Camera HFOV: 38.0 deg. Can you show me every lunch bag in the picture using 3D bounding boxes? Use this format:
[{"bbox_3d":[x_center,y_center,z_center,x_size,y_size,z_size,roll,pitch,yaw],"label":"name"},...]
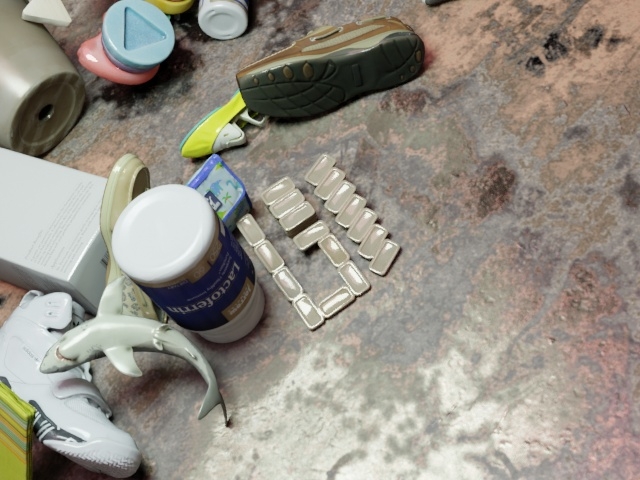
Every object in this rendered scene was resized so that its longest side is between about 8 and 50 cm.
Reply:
[{"bbox_3d":[-0.186,-0.055,1.497,0.096,0.151,0.129,29,72,23],"label":"lunch bag"}]

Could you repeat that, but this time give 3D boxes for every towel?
[{"bbox_3d":[-0.448,0.317,1.345,0.102,0.237,0.021,30,33,33],"label":"towel"}]

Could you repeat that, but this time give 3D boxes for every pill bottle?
[{"bbox_3d":[-0.183,-0.478,1.784,0.094,0.094,0.169,-8,59,13],"label":"pill bottle"},{"bbox_3d":[-0.183,0.045,1.372,0.153,0.265,0.153,-8,60,14],"label":"pill bottle"}]

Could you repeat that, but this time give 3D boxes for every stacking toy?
[{"bbox_3d":[-0.365,-0.463,1.688,0.279,0.130,0.309,25,63,-18],"label":"stacking toy"}]

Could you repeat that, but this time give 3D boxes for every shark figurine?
[{"bbox_3d":[-0.248,0.164,1.371,0.278,0.116,0.166,18,69,-1],"label":"shark figurine"}]

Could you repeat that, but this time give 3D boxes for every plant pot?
[{"bbox_3d":[-0.600,-0.308,1.723,0.280,0.323,0.323,35,75,14],"label":"plant pot"}]

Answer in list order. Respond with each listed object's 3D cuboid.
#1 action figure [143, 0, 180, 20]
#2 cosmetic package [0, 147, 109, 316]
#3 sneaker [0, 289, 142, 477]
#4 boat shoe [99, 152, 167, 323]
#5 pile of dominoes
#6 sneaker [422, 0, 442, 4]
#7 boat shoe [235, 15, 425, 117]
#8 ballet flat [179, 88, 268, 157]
[{"bbox_3d":[-0.322,-0.467,1.842,0.137,0.063,0.232,13,69,26],"label":"action figure"},{"bbox_3d":[-0.481,-0.024,1.577,0.365,0.155,0.197,17,66,27],"label":"cosmetic package"},{"bbox_3d":[-0.385,0.206,1.418,0.366,0.137,0.210,19,70,30],"label":"sneaker"},{"bbox_3d":[-0.280,0.002,1.452,0.089,0.285,0.104,12,29,16],"label":"boat shoe"},{"bbox_3d":[0.000,0.000,1.490,0.196,0.040,0.251,-34,64,-4],"label":"pile of dominoes"},{"bbox_3d":[0.256,-0.457,1.650,0.158,0.061,0.065,-29,62,1],"label":"sneaker"},{"bbox_3d":[0.014,-0.307,1.607,0.324,0.122,0.120,-14,47,-5],"label":"boat shoe"},{"bbox_3d":[-0.144,-0.214,1.632,0.077,0.077,0.231,41,76,13],"label":"ballet flat"}]
